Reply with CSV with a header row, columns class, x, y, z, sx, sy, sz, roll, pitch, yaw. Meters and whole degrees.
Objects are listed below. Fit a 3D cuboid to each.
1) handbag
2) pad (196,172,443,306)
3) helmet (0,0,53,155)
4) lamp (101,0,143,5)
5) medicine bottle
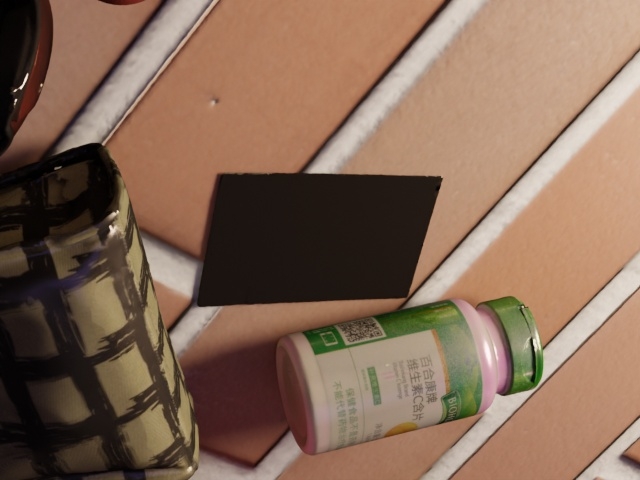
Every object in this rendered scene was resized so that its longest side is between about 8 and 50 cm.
class,x,y,z,sx,sy,sz,roll,pitch,yaw
handbag,-0.300,0.107,1.102,0.327,0.162,0.325,-14,126,-2
pad,0.000,0.000,1.239,0.243,0.004,0.163,-1,125,-23
helmet,-0.295,-0.145,0.879,0.189,0.193,0.216,18,111,-16
lamp,-0.144,-0.261,0.887,0.182,0.140,0.182,-15,122,-25
medicine bottle,0.098,0.138,1.301,0.274,0.133,0.133,-12,129,-15
